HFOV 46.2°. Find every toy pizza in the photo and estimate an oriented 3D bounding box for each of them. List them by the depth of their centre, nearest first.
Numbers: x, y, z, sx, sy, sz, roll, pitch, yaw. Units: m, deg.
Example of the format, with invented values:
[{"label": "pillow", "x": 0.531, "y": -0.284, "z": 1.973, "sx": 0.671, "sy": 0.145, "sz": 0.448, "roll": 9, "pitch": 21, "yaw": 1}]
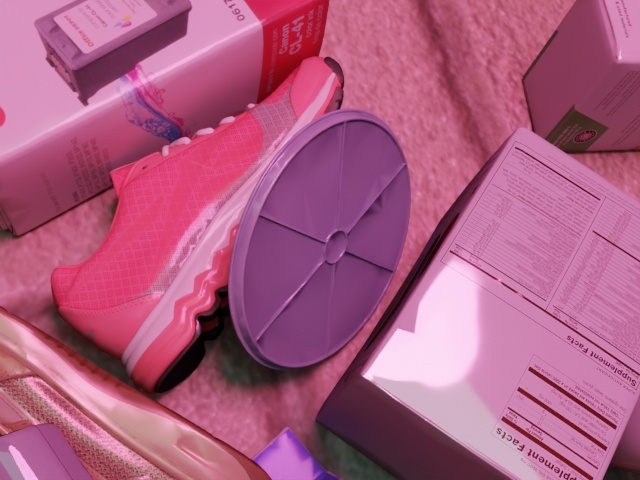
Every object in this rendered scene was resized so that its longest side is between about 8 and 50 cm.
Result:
[{"label": "toy pizza", "x": 0.000, "y": 0.000, "z": 0.559, "sx": 0.032, "sy": 0.201, "sz": 0.201, "roll": 21, "pitch": 62, "yaw": 36}]

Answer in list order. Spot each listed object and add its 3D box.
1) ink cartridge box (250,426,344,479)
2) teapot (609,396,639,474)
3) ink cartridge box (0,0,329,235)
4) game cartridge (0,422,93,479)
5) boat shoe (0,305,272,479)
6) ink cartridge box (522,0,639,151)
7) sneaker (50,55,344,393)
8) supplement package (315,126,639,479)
[{"label": "ink cartridge box", "x": -0.028, "y": 0.271, "z": 0.514, "sx": 0.206, "sy": 0.045, "sz": 0.208, "roll": -40, "pitch": 79, "yaw": -20}, {"label": "teapot", "x": 0.321, "y": 0.089, "z": 0.527, "sx": 0.252, "sy": 0.256, "sz": 0.187, "roll": 16, "pitch": 78, "yaw": -11}, {"label": "ink cartridge box", "x": -0.180, "y": -0.182, "z": 0.615, "sx": 0.306, "sy": 0.131, "sz": 0.226, "roll": -33, "pitch": 78, "yaw": -21}, {"label": "game cartridge", "x": -0.230, "y": 0.251, "z": 0.421, "sx": 0.297, "sy": 0.062, "sz": 0.198, "roll": -40, "pitch": 83, "yaw": 5}, {"label": "boat shoe", "x": -0.200, "y": 0.119, "z": 0.499, "sx": 0.341, "sy": 0.122, "sz": 0.110, "roll": 29, "pitch": 72, "yaw": 5}, {"label": "ink cartridge box", "x": 0.316, "y": -0.154, "z": 0.675, "sx": 0.212, "sy": 0.154, "sz": 0.093, "roll": -1, "pitch": 68, "yaw": -9}, {"label": "sneaker", "x": -0.089, "y": -0.045, "z": 0.586, "sx": 0.136, "sy": 0.116, "sz": 0.314, "roll": 30, "pitch": 68, "yaw": 4}, {"label": "supplement package", "x": 0.121, "y": 0.072, "z": 0.534, "sx": 0.149, "sy": 0.194, "sz": 0.203, "roll": 34, "pitch": 67, "yaw": 5}]
